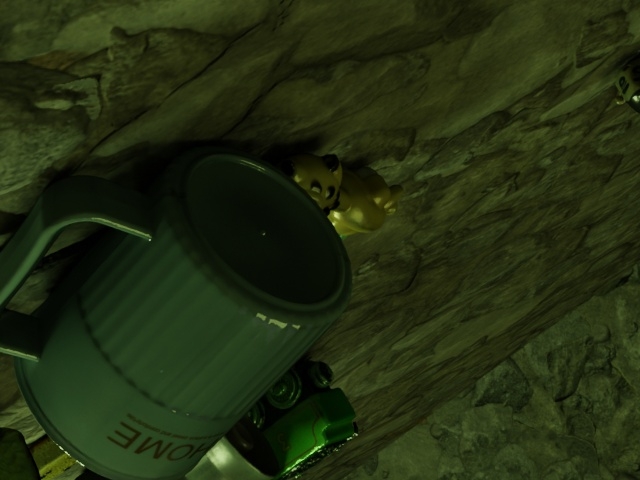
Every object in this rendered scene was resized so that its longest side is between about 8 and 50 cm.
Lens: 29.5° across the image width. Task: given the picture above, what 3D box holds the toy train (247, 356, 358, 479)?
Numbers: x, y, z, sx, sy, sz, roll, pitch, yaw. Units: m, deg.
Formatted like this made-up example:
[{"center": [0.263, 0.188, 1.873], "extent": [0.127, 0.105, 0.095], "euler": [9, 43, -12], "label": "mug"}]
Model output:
[{"center": [-0.054, 0.340, 2.299], "extent": [0.243, 0.188, 0.132], "euler": [-40, 163, 27], "label": "toy train"}]

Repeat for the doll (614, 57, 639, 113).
[{"center": [0.493, -0.238, 1.829], "extent": [0.102, 0.089, 0.179], "euler": [-41, -176, 27], "label": "doll"}]

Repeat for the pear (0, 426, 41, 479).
[{"center": [-0.531, 0.343, 1.585], "extent": [0.238, 0.164, 0.255], "euler": [-28, 160, 23], "label": "pear"}]

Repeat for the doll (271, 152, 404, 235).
[{"center": [0.015, -0.056, 1.514], "extent": [0.117, 0.086, 0.291], "euler": [-34, 161, 21], "label": "doll"}]

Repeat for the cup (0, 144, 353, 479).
[{"center": [-0.173, 0.057, 1.330], "extent": [0.311, 0.331, 0.256], "euler": [-45, -168, 32], "label": "cup"}]

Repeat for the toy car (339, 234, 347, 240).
[{"center": [0.000, 0.000, 1.723], "extent": [0.122, 0.035, 0.059], "euler": [-31, 165, -31], "label": "toy car"}]

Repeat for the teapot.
[{"center": [-0.252, 0.457, 2.177], "extent": [0.344, 0.253, 0.300], "euler": [-39, 136, 9], "label": "teapot"}]

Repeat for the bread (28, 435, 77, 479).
[{"center": [-0.361, 0.301, 1.914], "extent": [0.226, 0.049, 0.088], "euler": [-33, 162, 3], "label": "bread"}]
